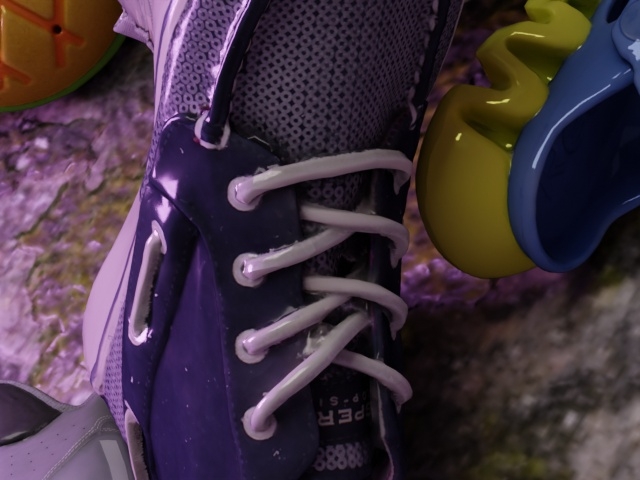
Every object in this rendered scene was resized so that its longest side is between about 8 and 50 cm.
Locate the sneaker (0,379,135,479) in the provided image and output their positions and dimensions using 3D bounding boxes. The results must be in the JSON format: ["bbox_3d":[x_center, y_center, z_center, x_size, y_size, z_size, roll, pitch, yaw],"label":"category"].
[{"bbox_3d":[-0.181,0.139,0.770,0.228,0.086,0.132,-24,44,3],"label":"sneaker"}]

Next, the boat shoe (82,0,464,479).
[{"bbox_3d":[0.000,0.000,0.623,0.127,0.341,0.158,-7,50,-24],"label":"boat shoe"}]

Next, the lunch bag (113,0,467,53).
[{"bbox_3d":[0.004,-0.197,0.764,0.287,0.169,0.235,-60,19,7],"label":"lunch bag"}]

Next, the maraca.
[{"bbox_3d":[-0.154,-0.146,0.920,0.185,0.127,0.099,-27,12,3],"label":"maraca"}]

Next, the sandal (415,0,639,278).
[{"bbox_3d":[0.171,-0.111,0.690,0.138,0.126,0.317,20,81,36],"label":"sandal"}]
